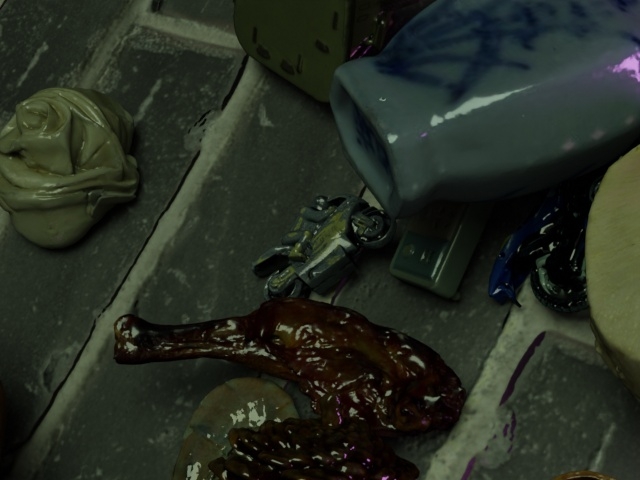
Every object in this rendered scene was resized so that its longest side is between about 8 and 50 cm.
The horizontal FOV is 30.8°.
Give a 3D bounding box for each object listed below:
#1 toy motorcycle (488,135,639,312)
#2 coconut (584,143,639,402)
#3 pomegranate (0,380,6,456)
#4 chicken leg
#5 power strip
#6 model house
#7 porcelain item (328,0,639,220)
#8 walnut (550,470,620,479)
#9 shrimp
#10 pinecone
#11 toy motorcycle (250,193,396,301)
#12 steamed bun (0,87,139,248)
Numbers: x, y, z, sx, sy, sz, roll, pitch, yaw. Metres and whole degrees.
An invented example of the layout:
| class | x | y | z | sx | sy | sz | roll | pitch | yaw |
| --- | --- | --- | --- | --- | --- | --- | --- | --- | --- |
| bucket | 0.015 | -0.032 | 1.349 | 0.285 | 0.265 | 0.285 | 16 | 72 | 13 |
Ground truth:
| class | x | y | z | sx | sy | sz | roll | pitch | yaw |
| --- | --- | --- | --- | --- | --- | --- | --- | --- | --- |
| toy motorcycle | 0.299 | -0.060 | 1.344 | 0.169 | 0.113 | 0.315 | 19 | 77 | 38 |
| coconut | 0.421 | 0.027 | 1.114 | 0.353 | 0.352 | 0.352 | -8 | 59 | 14 |
| pomegranate | -0.558 | 0.249 | 1.300 | 0.412 | 0.411 | 0.411 | -8 | 59 | 14 |
| chicken leg | -0.034 | 0.137 | 1.323 | 0.407 | 0.096 | 0.158 | 12 | 37 | 10 |
| power strip | 0.146 | -0.047 | 1.394 | 0.145 | 0.061 | 0.215 | 21 | 84 | 50 |
| model house | 0.049 | -0.342 | 1.572 | 0.279 | 0.204 | 0.218 | -29 | 52 | -36 |
| porcelain item | 0.225 | -0.172 | 1.248 | 0.405 | 0.178 | 0.242 | -24 | 52 | -11 |
| walnut | 0.278 | 0.286 | 1.179 | 0.121 | 0.052 | 0.091 | 20 | 68 | 25 |
| shrimp | -0.098 | 0.274 | 1.311 | 0.145 | 0.059 | 0.254 | 9 | 59 | 12 |
| pinecone | -0.010 | 0.307 | 1.170 | 0.244 | 0.244 | 0.309 | 22 | 91 | 27 |
| toy motorcycle | 0.000 | 0.000 | 1.428 | 0.193 | 0.061 | 0.124 | -32 | 47 | 12 |
| steamed bun | -0.354 | -0.119 | 1.565 | 0.218 | 0.144 | 0.211 | -36 | 57 | -4 |
